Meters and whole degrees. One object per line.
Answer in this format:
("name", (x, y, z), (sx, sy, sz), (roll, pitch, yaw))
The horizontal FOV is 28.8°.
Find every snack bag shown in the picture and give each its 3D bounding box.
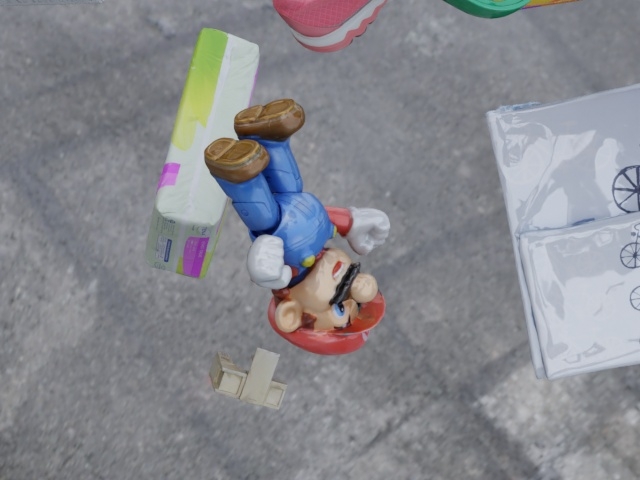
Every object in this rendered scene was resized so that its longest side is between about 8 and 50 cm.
("snack bag", (0.379, -0.030, 1.450), (0.323, 0.037, 0.343), (-11, 77, 10))

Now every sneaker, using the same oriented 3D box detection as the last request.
("sneaker", (0.070, -0.357, 1.488), (0.116, 0.314, 0.136), (53, 12, 27))

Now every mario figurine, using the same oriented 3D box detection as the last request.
("mario figurine", (0.000, 0.000, 1.423), (0.198, 0.321, 0.170), (-31, 34, -10))

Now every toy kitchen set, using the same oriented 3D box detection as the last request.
("toy kitchen set", (-0.084, 0.155, 1.527), (0.083, 0.068, 0.075), (18, 8, -14))

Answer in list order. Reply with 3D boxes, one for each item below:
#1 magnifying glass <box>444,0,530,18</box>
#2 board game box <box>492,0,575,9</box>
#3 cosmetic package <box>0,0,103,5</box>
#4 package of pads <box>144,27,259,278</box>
("magnifying glass", (0.071, -0.219, 0.954), (0.230, 0.026, 0.092), (-2, 80, -25))
("board game box", (0.377, -0.447, 1.267), (0.356, 0.356, 0.357), (-26, 109, -58))
("cosmetic package", (-0.311, -0.280, 1.136), (0.231, 0.085, 0.117), (3, 81, 16))
("package of pads", (-0.167, -0.115, 1.767), (0.101, 0.229, 0.297), (14, 67, -5))
